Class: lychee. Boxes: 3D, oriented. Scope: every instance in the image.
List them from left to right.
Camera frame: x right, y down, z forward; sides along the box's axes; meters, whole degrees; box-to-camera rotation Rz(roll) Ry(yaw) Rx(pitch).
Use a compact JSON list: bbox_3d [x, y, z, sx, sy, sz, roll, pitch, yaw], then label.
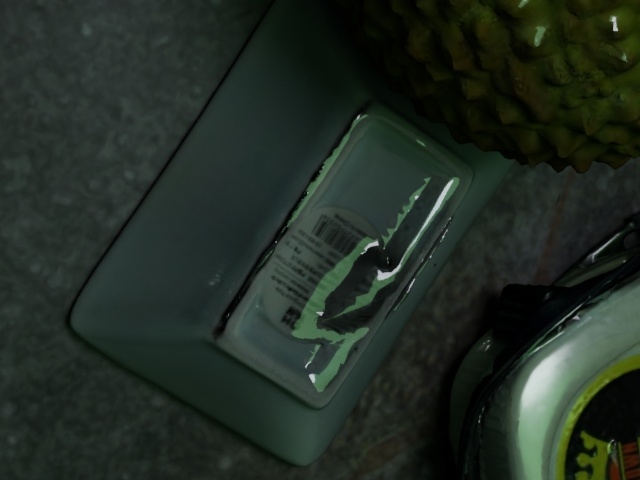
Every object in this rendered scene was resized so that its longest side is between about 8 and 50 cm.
[{"bbox_3d":[0.124,-0.171,0.972,0.270,0.320,0.270,0,90,-4],"label":"lychee"}]

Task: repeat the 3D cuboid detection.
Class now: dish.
[{"bbox_3d":[0.000,0.000,1.060,0.182,0.080,0.243,34,89,-25],"label":"dish"}]

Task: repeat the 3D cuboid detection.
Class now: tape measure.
[{"bbox_3d":[0.166,0.102,1.135,0.207,0.115,0.235,-13,98,-19],"label":"tape measure"}]
